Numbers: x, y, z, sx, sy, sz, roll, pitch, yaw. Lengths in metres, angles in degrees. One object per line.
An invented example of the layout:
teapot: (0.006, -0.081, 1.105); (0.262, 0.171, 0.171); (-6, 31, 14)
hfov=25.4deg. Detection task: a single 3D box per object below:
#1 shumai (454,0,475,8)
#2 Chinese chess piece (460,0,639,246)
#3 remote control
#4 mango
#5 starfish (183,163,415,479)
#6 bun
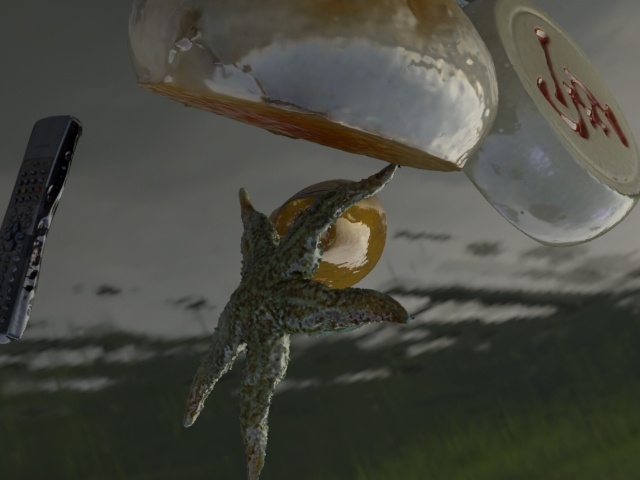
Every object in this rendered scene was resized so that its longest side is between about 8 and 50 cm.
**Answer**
shumai: (0.171, -0.289, 2.065); (0.256, 0.218, 0.189); (22, 104, -27)
Chinese chess piece: (0.214, -0.122, 1.419); (0.102, 0.273, 0.273); (-35, 157, 27)
remote control: (-0.252, -0.011, 1.224); (0.059, 0.212, 0.028); (-2, 156, 36)
mango: (0.004, -0.002, 1.934); (0.187, 0.144, 0.359); (-24, 173, -12)
starfish: (-0.041, 0.080, 1.506); (0.347, 0.358, 0.078); (-13, 152, 42)
bun: (0.000, -0.163, 1.097); (0.299, 0.165, 0.299); (13, 180, 0)
